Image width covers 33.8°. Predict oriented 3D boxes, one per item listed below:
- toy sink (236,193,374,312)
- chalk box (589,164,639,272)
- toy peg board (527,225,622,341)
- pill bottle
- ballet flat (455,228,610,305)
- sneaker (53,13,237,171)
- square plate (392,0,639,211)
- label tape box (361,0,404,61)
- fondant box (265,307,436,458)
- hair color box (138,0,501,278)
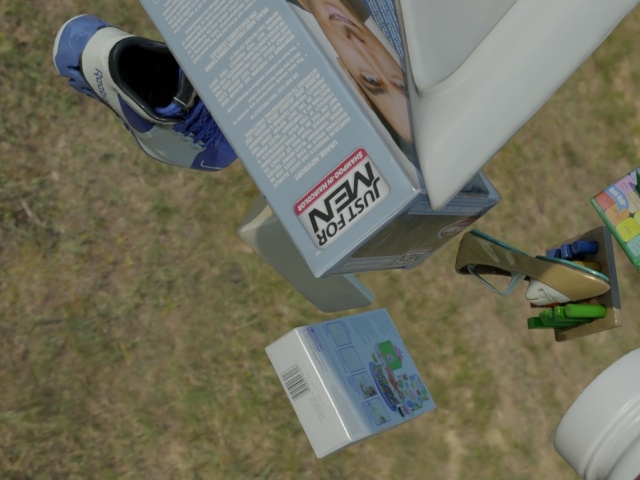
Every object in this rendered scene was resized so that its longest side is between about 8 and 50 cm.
[{"bbox_3d":[0.000,0.000,1.852,0.234,0.152,0.131,43,59,-22],"label":"toy sink"},{"bbox_3d":[0.474,-0.025,1.463,0.213,0.132,0.132,34,26,-50],"label":"chalk box"},{"bbox_3d":[0.394,0.072,1.693,0.079,0.161,0.161,2,75,-23],"label":"toy peg board"},{"bbox_3d":[0.481,0.322,1.253,0.392,0.224,0.224,46,17,33],"label":"pill bottle"},{"bbox_3d":[0.280,0.050,1.423,0.080,0.232,0.073,30,84,-46],"label":"ballet flat"},{"bbox_3d":[-0.201,-0.182,1.434,0.315,0.182,0.128,35,81,-43],"label":"sneaker"},{"bbox_3d":[0.156,-0.242,0.757,0.049,0.344,0.347,27,34,-21],"label":"square plate"},{"bbox_3d":[0.035,-0.319,1.552,0.347,0.115,0.249,-33,102,-47],"label":"label tape box"},{"bbox_3d":[0.067,0.274,2.095,0.330,0.096,0.238,-7,66,-54],"label":"fondant box"},{"bbox_3d":[-0.021,-0.153,0.896,0.375,0.113,0.185,57,25,16],"label":"hair color box"}]
